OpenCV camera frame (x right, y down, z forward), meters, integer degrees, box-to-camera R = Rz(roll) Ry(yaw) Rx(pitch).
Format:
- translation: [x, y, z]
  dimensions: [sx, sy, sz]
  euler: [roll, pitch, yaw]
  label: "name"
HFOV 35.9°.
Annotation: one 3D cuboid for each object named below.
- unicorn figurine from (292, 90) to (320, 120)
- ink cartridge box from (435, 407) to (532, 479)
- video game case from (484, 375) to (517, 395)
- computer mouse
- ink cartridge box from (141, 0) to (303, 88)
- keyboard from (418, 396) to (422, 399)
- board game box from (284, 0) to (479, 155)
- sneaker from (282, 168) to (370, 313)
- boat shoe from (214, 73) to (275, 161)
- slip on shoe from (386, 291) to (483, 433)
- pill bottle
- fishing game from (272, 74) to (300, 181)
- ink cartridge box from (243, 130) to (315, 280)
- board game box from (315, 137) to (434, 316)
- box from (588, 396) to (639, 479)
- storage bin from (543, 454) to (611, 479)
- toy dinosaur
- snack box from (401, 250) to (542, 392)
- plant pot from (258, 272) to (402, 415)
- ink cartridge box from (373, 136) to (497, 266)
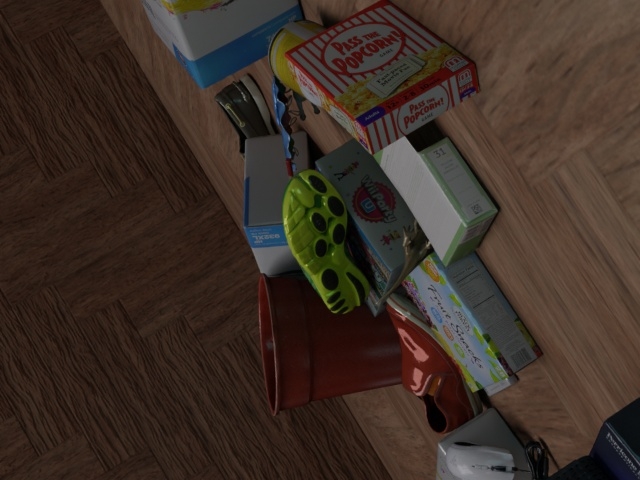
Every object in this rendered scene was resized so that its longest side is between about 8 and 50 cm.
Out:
- translation: [-0.028, -0.257, 1.636]
  dimensions: [0.162, 0.060, 0.111]
  euler: [50, 168, 36]
  label: "unicorn figurine"
- translation: [0.325, 0.474, 1.829]
  dimensions: [0.226, 0.131, 0.306]
  euler: [54, 167, 26]
  label: "ink cartridge box"
- translation: [0.261, 0.185, 1.628]
  dimensions: [0.143, 0.019, 0.157]
  euler: [57, 169, 12]
  label: "video game case"
- translation: [0.287, 0.380, 1.646]
  dimensions: [0.193, 0.042, 0.106]
  euler: [0, 88, 36]
  label: "computer mouse"
- translation: [-0.175, -0.419, 1.497]
  dimensions: [0.198, 0.197, 0.270]
  euler: [51, 167, 38]
  label: "ink cartridge box"
- translation: [0.187, 0.258, 2.061]
  dimensions: [0.317, 0.033, 0.201]
  euler: [147, 98, -83]
  label: "keyboard"
- translation: [0.067, -0.194, 1.142]
  dimensions: [0.193, 0.147, 0.045]
  euler: [48, 165, 44]
  label: "board game box"
- translation: [-0.009, 0.001, 1.608]
  dimensions: [0.123, 0.109, 0.295]
  euler: [47, 163, 45]
  label: "sneaker"
- translation: [-0.142, -0.218, 2.176]
  dimensions: [0.109, 0.091, 0.305]
  euler: [46, 163, 52]
  label: "boat shoe"
- translation: [0.187, 0.221, 1.719]
  dimensions: [0.123, 0.101, 0.331]
  euler: [38, 161, 51]
  label: "slip on shoe"
- translation: [0.003, -0.247, 1.404]
  dimensions: [0.184, 0.103, 0.103]
  euler: [44, 162, 56]
  label: "pill bottle"
- translation: [-0.053, -0.200, 1.611]
  dimensions: [0.189, 0.041, 0.264]
  euler: [83, 177, -62]
  label: "fishing game"
- translation: [-0.063, -0.035, 1.992]
  dimensions: [0.307, 0.129, 0.223]
  euler: [75, -170, -55]
  label: "ink cartridge box"
- translation: [0.083, -0.017, 1.694]
  dimensions: [0.224, 0.097, 0.303]
  euler: [56, 168, 15]
  label: "board game box"
- translation: [0.377, 0.255, 1.053]
  dimensions: [0.153, 0.108, 0.207]
  euler: [54, 169, 29]
  label: "box"
- translation: [0.276, 0.333, 1.097]
  dimensions: [0.084, 0.122, 0.180]
  euler: [52, 167, 36]
  label: "storage bin"
- translation: [0.141, 0.012, 1.441]
  dimensions: [0.053, 0.183, 0.092]
  euler: [22, 148, 9]
  label: "toy dinosaur"
- translation: [0.219, 0.113, 1.466]
  dimensions: [0.207, 0.070, 0.174]
  euler: [56, 164, 8]
  label: "snack box"
- translation: [0.027, 0.188, 1.893]
  dimensions: [0.272, 0.265, 0.272]
  euler: [176, 90, -81]
  label: "plant pot"
- translation: [0.139, -0.094, 1.335]
  dimensions: [0.235, 0.056, 0.171]
  euler: [60, 169, 15]
  label: "ink cartridge box"
